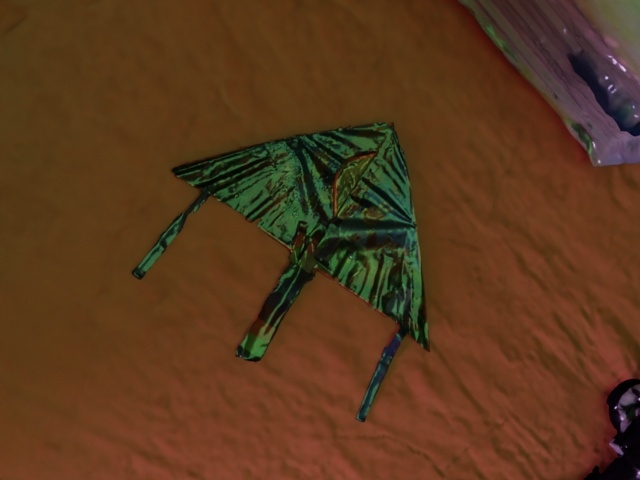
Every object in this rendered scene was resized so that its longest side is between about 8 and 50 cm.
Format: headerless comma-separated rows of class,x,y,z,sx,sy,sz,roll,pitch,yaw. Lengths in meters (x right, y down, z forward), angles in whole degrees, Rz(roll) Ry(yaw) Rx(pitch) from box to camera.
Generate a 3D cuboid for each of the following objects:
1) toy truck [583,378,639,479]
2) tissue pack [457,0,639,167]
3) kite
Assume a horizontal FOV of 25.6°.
toy truck,0.186,0.183,0.803,0.125,0.101,0.242,43,83,-17
tissue pack,0.217,-0.274,0.766,0.388,0.162,0.287,-46,105,-10
kite,0.000,0.000,0.789,0.183,0.010,0.160,35,83,-14
